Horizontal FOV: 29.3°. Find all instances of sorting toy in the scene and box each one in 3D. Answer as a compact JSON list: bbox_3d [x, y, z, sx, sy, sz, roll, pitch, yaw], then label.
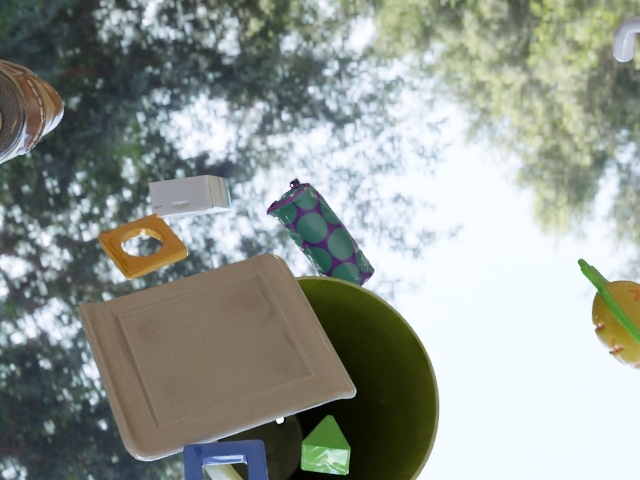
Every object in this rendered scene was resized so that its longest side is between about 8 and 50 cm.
[{"bbox_3d":[-0.091,0.099,1.040,0.196,0.047,0.347,-13,-136,-17],"label":"sorting toy"}]

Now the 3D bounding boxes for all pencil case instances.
[{"bbox_3d":[0.000,0.000,1.493,0.070,0.151,0.064,-19,-155,44],"label":"pencil case"}]

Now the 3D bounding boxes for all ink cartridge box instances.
[{"bbox_3d":[-0.185,-0.062,1.746,0.089,0.052,0.122,-8,-179,8],"label":"ink cartridge box"}]

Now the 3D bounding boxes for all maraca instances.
[{"bbox_3d":[0.399,0.096,1.599,0.099,0.127,0.185,-41,-122,11],"label":"maraca"}]

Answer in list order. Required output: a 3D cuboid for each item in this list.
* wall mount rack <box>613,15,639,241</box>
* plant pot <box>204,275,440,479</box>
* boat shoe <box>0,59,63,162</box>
[{"bbox_3d":[0.342,-0.164,1.089,0.131,0.304,0.350,3,-123,25],"label":"wall mount rack"},{"bbox_3d":[-0.043,0.217,1.457,0.275,0.293,0.274,7,-112,-18],"label":"plant pot"},{"bbox_3d":[-0.378,-0.119,1.100,0.324,0.122,0.120,11,-167,22],"label":"boat shoe"}]
